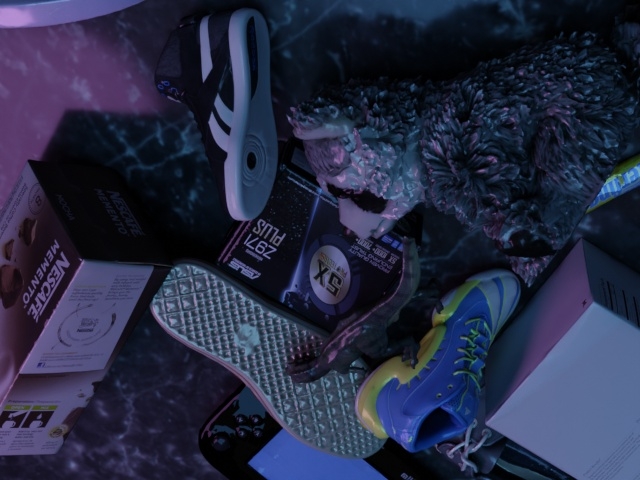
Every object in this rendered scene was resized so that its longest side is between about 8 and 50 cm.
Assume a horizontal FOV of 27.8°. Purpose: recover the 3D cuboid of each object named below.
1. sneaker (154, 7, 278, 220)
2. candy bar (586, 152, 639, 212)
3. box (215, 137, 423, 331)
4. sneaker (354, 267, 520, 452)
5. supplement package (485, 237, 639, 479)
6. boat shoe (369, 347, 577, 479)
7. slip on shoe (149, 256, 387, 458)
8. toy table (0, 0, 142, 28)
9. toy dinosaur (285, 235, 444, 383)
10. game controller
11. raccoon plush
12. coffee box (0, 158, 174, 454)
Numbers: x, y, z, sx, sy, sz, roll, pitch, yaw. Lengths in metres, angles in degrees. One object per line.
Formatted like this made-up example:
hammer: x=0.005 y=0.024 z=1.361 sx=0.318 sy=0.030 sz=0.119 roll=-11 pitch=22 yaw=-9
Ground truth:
sneaker: x=-0.113 y=-0.129 z=1.345 sx=0.121 sy=0.079 sz=0.217 roll=0 pitch=89 yaw=30
candy bar: x=0.321 y=-0.065 z=1.387 sx=0.161 sy=0.018 sz=0.040 roll=-28 pitch=111 yaw=20
box: x=0.000 y=0.000 z=1.424 sx=0.180 sy=0.077 sz=0.147 roll=31 pitch=117 yaw=-10
sneaker: x=0.155 y=0.142 z=1.413 sx=0.240 sy=0.126 sz=0.091 roll=-45 pitch=132 yaw=-4
supplement package: x=0.317 y=0.148 z=1.423 sx=0.203 sy=0.149 sz=0.194 roll=32 pitch=117 yaw=-10
boat shoe: x=0.199 y=0.225 z=1.505 sx=0.319 sy=0.099 sz=0.116 roll=27 pitch=120 yaw=-6
slip on shoe: x=-0.053 y=0.129 z=1.468 sx=0.331 sy=0.101 sz=0.123 roll=36 pitch=91 yaw=-11
toy table: x=-0.285 y=-0.313 z=1.216 sx=0.274 sy=0.252 sz=0.161 roll=-8 pitch=133 yaw=-3
toy dinosaur: x=0.065 y=0.085 z=1.340 sx=0.118 sy=0.064 sz=0.268 roll=2 pitch=143 yaw=-36
game controller: x=0.009 y=0.285 z=1.579 sx=0.319 sy=0.067 sz=0.166 roll=40 pitch=115 yaw=-15
raccoon plush: x=0.176 y=-0.175 z=1.301 sx=0.299 sy=0.216 sz=0.446 roll=33 pitch=87 yaw=5
coffee box: x=-0.306 y=0.078 z=1.433 sx=0.118 sy=0.168 sz=0.297 roll=6 pitch=128 yaw=-43
